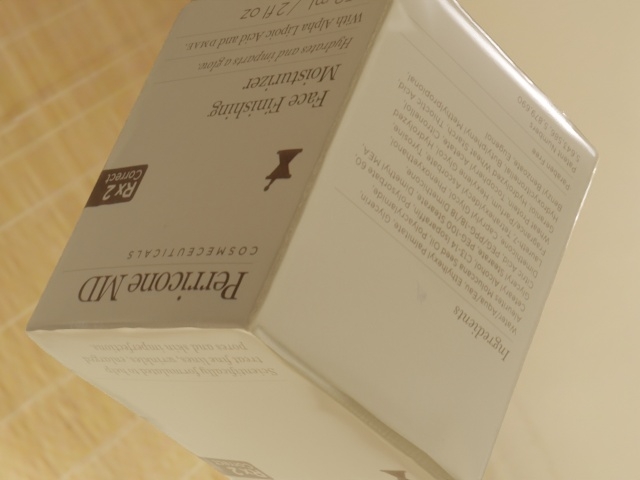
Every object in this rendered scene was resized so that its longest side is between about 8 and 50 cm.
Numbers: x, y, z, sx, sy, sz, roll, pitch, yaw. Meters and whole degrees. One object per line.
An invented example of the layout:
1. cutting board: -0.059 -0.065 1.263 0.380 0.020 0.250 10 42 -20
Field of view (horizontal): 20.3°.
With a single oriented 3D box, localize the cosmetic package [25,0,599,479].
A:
1. cosmetic package: 0.000 0.000 0.789 0.151 0.183 0.151 -4 -36 46
